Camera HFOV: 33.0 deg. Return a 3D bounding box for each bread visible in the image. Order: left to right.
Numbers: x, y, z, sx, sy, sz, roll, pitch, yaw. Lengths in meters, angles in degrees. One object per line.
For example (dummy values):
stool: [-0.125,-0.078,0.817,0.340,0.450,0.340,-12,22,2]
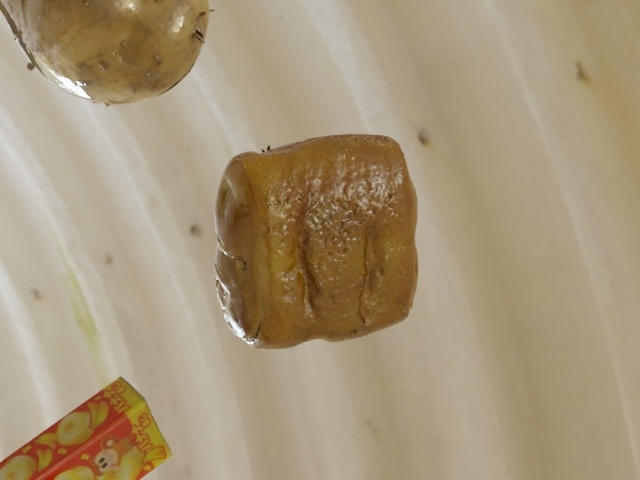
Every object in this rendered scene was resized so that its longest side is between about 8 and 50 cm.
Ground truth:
bread: [0.003,0.003,1.697,0.337,0.328,0.148,-7,-157,-20]

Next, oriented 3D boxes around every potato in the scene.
potato: [-0.185,-0.199,0.836,0.128,0.234,0.161,-10,146,-50]

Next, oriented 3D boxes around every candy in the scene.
candy: [-0.381,0.354,1.692,0.276,0.146,0.088,-37,-135,-20]
